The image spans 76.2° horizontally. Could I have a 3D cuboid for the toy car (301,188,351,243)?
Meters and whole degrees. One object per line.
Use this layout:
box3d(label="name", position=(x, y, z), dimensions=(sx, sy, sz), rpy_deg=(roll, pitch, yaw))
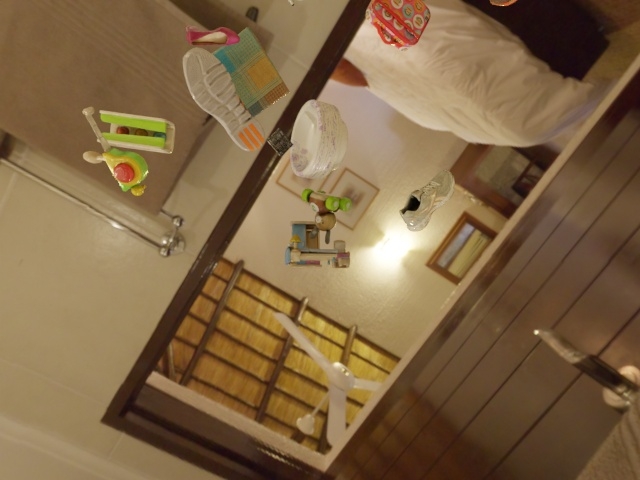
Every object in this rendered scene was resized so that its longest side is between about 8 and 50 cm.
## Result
box3d(label="toy car", position=(0.009, -0.087, 1.559), dimensions=(0.154, 0.189, 0.148), rpy_deg=(22, -166, 39))

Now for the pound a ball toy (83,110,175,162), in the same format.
box3d(label="pound a ball toy", position=(-0.774, -0.402, 1.671), dimensions=(0.318, 0.209, 0.136), rpy_deg=(7, -176, 3))

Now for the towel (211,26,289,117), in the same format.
box3d(label="towel", position=(-0.368, -0.852, 2.101), dimensions=(0.370, 0.271, 0.040), rpy_deg=(55, -177, -11))

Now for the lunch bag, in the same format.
box3d(label="lunch bag", position=(0.365, -1.073, 1.971), dimensions=(0.292, 0.258, 0.120), rpy_deg=(30, 173, -20))

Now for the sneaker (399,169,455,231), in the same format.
box3d(label="sneaker", position=(0.387, -0.162, 1.481), dimensions=(0.099, 0.263, 0.121), rpy_deg=(29, 172, 48))

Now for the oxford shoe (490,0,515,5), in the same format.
box3d(label="oxford shoe", position=(0.714, -0.941, 1.492), dimensions=(0.098, 0.097, 0.271), rpy_deg=(22, -176, -28))

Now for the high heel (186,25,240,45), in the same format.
box3d(label="high heel", position=(-0.473, -0.895, 1.821), dimensions=(0.243, 0.082, 0.117), rpy_deg=(0, -126, -29))

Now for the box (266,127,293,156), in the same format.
box3d(label="box", position=(-0.153, -0.371, 1.545), dimensions=(0.083, 0.067, 0.018), rpy_deg=(47, 171, -33))

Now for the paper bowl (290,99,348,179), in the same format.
box3d(label="paper bowl", position=(0.001, -0.374, 1.547), dimensions=(0.147, 0.285, 0.284), rpy_deg=(5, -155, -25))

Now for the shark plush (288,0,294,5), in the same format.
box3d(label="shark plush", position=(-0.151, -1.158, 1.888), dimensions=(0.161, 0.067, 0.073), rpy_deg=(30, 152, -1))

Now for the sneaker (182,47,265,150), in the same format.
box3d(label="sneaker", position=(-0.299, -0.410, 1.222), dimensions=(0.321, 0.124, 0.180), rpy_deg=(58, 174, -30))

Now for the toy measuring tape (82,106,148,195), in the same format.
box3d(label="toy measuring tape", position=(-0.694, -0.309, 1.427), dimensions=(0.121, 0.121, 0.331), rpy_deg=(-123, 14, -61))

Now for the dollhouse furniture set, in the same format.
box3d(label="dollhouse furniture set", position=(0.000, 0.000, 1.639), dimensions=(0.285, 0.199, 0.303), rpy_deg=(0, 171, -8))
